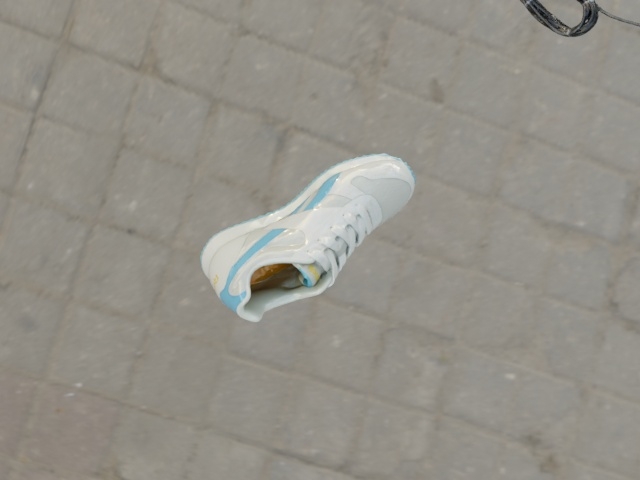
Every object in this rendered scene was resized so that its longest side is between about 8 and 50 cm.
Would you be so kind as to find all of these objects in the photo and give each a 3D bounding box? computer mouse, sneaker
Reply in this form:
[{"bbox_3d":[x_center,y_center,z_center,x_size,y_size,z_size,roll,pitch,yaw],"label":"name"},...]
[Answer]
[{"bbox_3d":[0.271,-0.185,1.133,0.242,0.041,0.071,23,95,19],"label":"computer mouse"},{"bbox_3d":[0.000,0.000,1.322,0.229,0.092,0.087,-31,135,-4],"label":"sneaker"}]
